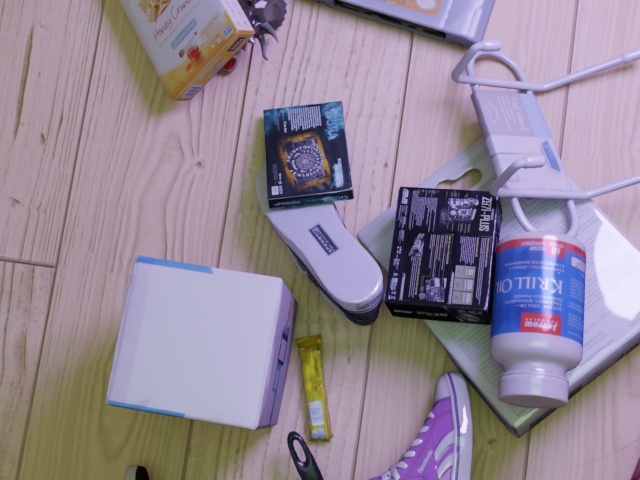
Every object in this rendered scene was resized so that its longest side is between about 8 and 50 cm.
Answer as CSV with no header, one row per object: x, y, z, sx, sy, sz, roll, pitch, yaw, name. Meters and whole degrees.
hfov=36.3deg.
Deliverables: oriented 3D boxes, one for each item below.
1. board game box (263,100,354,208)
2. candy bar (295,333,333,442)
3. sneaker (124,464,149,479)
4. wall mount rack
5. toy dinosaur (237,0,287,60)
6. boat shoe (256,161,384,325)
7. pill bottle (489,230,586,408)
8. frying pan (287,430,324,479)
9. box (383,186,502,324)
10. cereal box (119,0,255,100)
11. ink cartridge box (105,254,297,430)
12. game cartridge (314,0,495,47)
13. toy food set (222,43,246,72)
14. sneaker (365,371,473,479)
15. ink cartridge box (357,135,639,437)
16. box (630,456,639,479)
-0.020,-0.131,1.468,0.126,0.026,0.186,-6,52,2,board game box
-0.009,0.223,1.463,0.040,0.018,0.161,-8,82,5,candy bar
-0.215,0.427,1.419,0.121,0.079,0.217,-7,90,-1,sneaker
0.359,-0.171,1.420,0.304,0.130,0.350,-1,62,-25,wall mount rack
-0.091,-0.441,1.533,0.160,0.121,0.313,25,79,-6,toy dinosaur
0.000,0.000,1.454,0.108,0.102,0.301,-30,59,-12,boat shoe
0.293,0.109,1.320,0.124,0.124,0.221,5,71,4,pill bottle
0.014,0.456,1.409,0.326,0.053,0.197,42,85,7,frying pan
0.179,0.021,1.406,0.147,0.077,0.180,3,71,15,box
-0.216,-0.358,1.482,0.173,0.047,0.240,-39,73,35,cereal box
-0.151,0.148,1.354,0.198,0.270,0.197,9,81,4,ink cartridge box
0.138,-0.434,1.537,0.297,0.062,0.198,18,87,5,game cartridge
-0.182,-0.293,1.547,0.122,0.019,0.078,14,82,5,toy food set
0.130,0.315,1.379,0.161,0.102,0.282,6,65,5,sneaker
0.288,0.049,1.460,0.308,0.091,0.385,-38,65,-2,ink cartridge box
0.535,0.323,1.366,0.149,0.127,0.232,25,84,6,box
